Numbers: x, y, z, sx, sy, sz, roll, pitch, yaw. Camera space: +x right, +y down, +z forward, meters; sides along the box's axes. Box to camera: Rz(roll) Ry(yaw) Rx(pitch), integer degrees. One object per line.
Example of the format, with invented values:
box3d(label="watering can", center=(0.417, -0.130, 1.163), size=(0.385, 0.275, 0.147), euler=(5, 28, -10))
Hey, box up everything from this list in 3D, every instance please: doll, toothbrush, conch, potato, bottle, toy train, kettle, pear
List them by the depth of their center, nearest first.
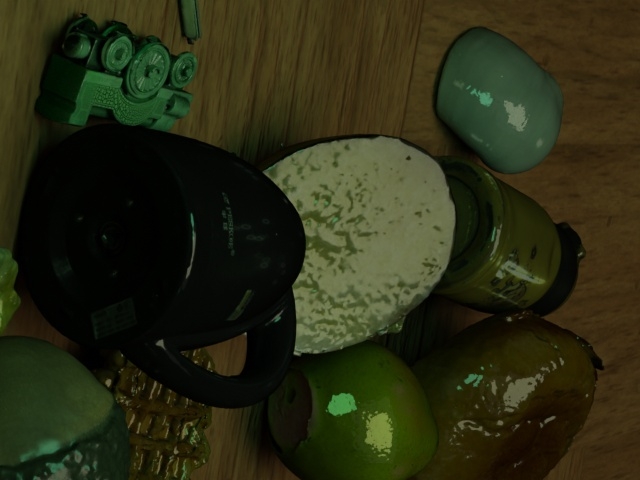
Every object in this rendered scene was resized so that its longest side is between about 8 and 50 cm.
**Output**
box3d(label="doll", center=(-0.296, 0.262, 1.659), size=(0.247, 0.247, 0.350), euler=(-30, 134, -48))
box3d(label="toy train", center=(-0.189, -0.153, 1.778), size=(0.178, 0.071, 0.105), euler=(9, 103, -56))
box3d(label="kettle", center=(-0.121, 0.033, 1.804), size=(0.290, 0.207, 0.268), euler=(7, 70, -58))
box3d(label="toothbrush", center=(-0.141, -0.330, 1.818), size=(0.028, 0.026, 0.294), euler=(-52, 143, -57))
box3d(label="potato", center=(0.000, 0.000, 2.038), size=(0.299, 0.116, 0.239), euler=(-22, 105, -15))
box3d(label="pear", center=(0.045, 0.208, 2.179), size=(0.219, 0.187, 0.188), euler=(6, 99, -36))
box3d(label="bottle", center=(0.225, 0.015, 2.392), size=(0.351, 0.171, 0.172), euler=(26, 81, -58))
box3d(label="conch", center=(0.239, -0.185, 2.402), size=(0.221, 0.121, 0.185), euler=(23, 54, -53))

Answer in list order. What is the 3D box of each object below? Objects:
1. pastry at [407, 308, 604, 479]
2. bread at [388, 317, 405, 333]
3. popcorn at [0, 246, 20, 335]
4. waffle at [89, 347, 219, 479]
box3d(label="pastry", center=(0.209, 0.239, 2.393), size=(0.356, 0.164, 0.356), euler=(-32, 150, -21))
box3d(label="bread", center=(0.042, 0.029, 2.144), size=(0.127, 0.152, 0.147), euler=(-21, 129, -51))
box3d(label="popcorn", center=(-0.357, 0.043, 1.497), size=(0.221, 0.183, 0.204), euler=(-51, 141, -41))
box3d(label="waffle", center=(-0.183, 0.191, 1.920), size=(0.291, 0.051, 0.291), euler=(-41, 138, -51))
